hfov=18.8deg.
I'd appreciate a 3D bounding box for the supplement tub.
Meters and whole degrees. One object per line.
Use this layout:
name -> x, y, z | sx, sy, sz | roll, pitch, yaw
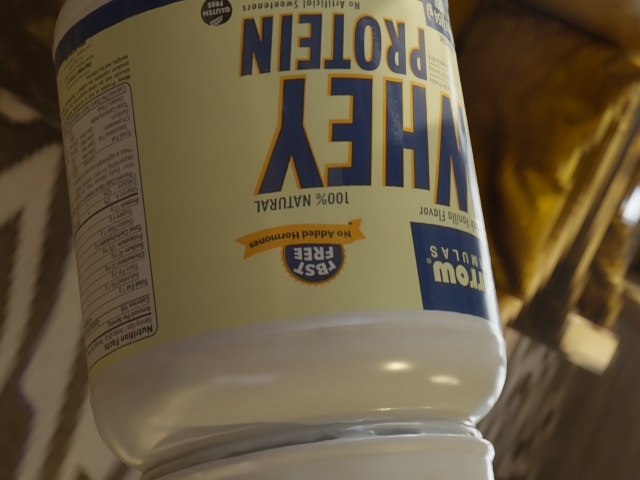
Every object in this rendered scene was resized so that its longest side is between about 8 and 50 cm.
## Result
supplement tub -> -0.022, 0.005, 1.108 | 0.235, 0.235, 0.324 | 44, 36, -71
